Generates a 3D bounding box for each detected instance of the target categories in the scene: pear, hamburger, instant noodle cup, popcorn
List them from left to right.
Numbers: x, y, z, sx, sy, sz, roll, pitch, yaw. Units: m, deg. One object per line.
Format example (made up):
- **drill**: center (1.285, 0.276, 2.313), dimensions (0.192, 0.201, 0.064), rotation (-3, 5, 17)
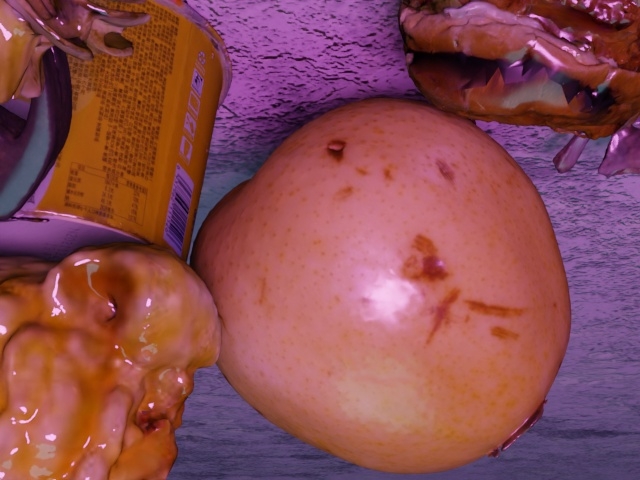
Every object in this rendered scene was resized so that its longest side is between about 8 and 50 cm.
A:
- **popcorn**: center (-0.210, 0.121, 0.638), dimensions (0.286, 0.225, 0.174), rotation (-7, 159, 17)
- **instant noodle cup**: center (-0.204, -0.062, 0.748), dimensions (0.264, 0.200, 0.264), rotation (0, 155, 0)
- **pear**: center (0.052, 0.037, 0.777), dimensions (0.309, 0.309, 0.309), rotation (0, 154, 0)
- **hamburger**: center (0.140, -0.128, 0.658), dimensions (0.183, 0.130, 0.206), rotation (13, 169, 18)

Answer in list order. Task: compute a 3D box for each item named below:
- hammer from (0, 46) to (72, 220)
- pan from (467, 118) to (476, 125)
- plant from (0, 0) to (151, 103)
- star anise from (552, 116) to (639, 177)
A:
- **hammer**: center (-0.333, -0.167, 0.514), dimensions (0.440, 0.044, 0.168), rotation (39, 110, -18)
- **pan**: center (0.127, -0.105, 0.850), dimensions (0.115, 0.023, 0.068), rotation (-20, 147, 36)
- **plant**: center (-0.179, -0.192, 0.411), dimensions (0.297, 0.261, 0.306), rotation (-13, 162, 26)
- **star anise**: center (0.316, -0.103, 0.777), dimensions (0.231, 0.089, 0.209), rotation (-3, 163, 5)
